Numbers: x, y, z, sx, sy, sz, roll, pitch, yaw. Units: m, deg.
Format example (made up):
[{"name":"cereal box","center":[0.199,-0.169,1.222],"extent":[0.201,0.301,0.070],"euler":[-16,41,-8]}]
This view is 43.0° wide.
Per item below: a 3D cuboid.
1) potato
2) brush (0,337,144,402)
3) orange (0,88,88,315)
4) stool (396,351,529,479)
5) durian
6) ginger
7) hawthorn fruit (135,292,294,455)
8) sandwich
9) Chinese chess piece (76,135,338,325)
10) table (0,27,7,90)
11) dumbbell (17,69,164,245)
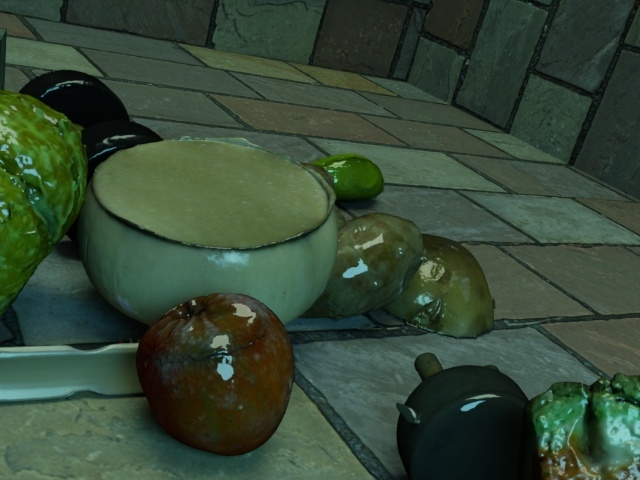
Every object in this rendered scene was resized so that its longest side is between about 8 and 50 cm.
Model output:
[{"name":"potato","center":[0.167,0.048,1.383],"extent":[0.239,0.116,0.299],"euler":[-11,32,-42]},{"name":"brush","center":[-0.248,0.139,0.906],"extent":[0.321,0.060,0.050],"euler":[3,12,-33]},{"name":"orange","center":[-0.404,-0.031,0.906],"extent":[0.223,0.300,0.301],"euler":[33,52,-11]},{"name":"stool","center":[0.172,0.228,0.902],"extent":[0.228,0.153,0.139],"euler":[55,5,-21]},{"name":"durian","center":[0.042,-0.131,1.763],"extent":[0.250,0.101,0.139],"euler":[-2,-8,-41]},{"name":"ginger","center":[0.000,0.000,1.274],"extent":[0.244,0.155,0.304],"euler":[-39,57,-18]},{"name":"hawthorn fruit","center":[-0.106,0.142,0.867],"extent":[0.173,0.172,0.173],"euler":[14,21,-6]},{"name":"sandwich","center":[0.237,0.265,0.741],"extent":[0.109,0.292,0.212],"euler":[2,58,11]},{"name":"Chinese chess piece","center":[-0.143,-0.016,1.067],"extent":[0.338,0.140,0.338],"euler":[6,29,-4]},{"name":"table","center":[-0.611,-0.243,1.378],"extent":[0.122,0.240,0.111],"euler":[11,40,-11]},{"name":"dumbbell","center":[-0.364,-0.129,1.294],"extent":[0.204,0.203,0.322],"euler":[0,27,-36]}]
